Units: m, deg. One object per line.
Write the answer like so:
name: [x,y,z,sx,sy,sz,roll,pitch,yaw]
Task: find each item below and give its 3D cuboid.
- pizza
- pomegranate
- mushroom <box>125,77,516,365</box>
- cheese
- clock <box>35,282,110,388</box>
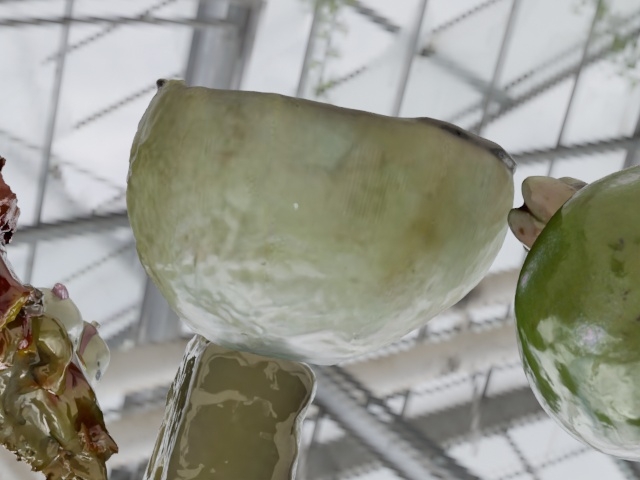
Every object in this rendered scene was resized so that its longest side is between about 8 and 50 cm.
pizza: [-0.256,0.022,1.254,0.130,0.406,0.440,-34,-150,-5]
pomegranate: [0.180,0.030,0.985,0.210,0.179,0.179,24,-152,26]
mushroom: [0.008,0.001,1.117,0.190,0.164,0.267,4,168,36]
cheese: [-0.101,0.232,1.389,0.115,0.326,0.318,17,-159,-5]
clock: [-0.296,0.125,1.789,0.103,0.144,0.231,38,168,19]
